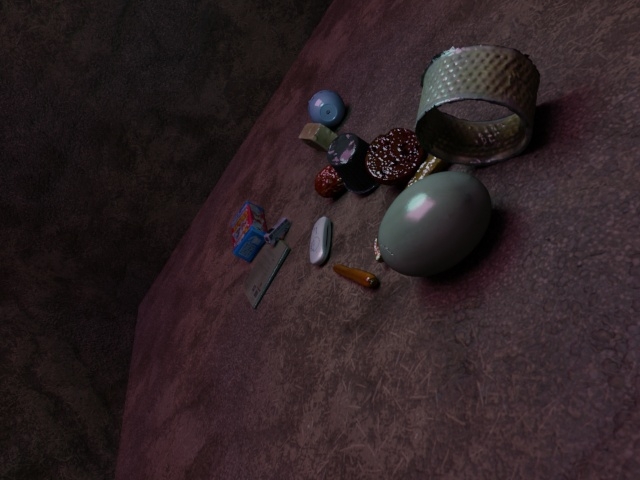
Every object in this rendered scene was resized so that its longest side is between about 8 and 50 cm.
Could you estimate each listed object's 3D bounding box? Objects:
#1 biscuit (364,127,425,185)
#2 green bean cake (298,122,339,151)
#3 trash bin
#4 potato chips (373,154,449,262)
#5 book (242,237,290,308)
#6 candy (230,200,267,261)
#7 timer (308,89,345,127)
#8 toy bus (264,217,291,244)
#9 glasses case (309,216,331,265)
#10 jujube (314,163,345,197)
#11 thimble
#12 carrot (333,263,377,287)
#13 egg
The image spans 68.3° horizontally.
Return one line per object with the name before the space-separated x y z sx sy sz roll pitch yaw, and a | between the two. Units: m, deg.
biscuit | 0.225 -0.252 1.419 0.191 0.049 0.192 -8 67 20
green bean cake | -0.009 -0.444 2.029 0.085 0.109 0.179 -61 26 0
trash bin | 0.107 -0.260 1.530 0.175 0.161 0.176 -17 60 33
potato chips | 0.260 -0.120 1.297 0.407 0.057 0.080 -57 40 6
book | -0.231 0.120 1.955 0.283 0.025 0.215 -59 27 5
candy | -0.340 -0.048 2.231 0.157 0.100 0.306 -52 27 19
timer | 0.019 -0.568 2.077 0.175 0.175 0.255 -61 10 -2
toy bus | -0.178 -0.040 1.950 0.036 0.052 0.131 8 47 48
glasses case | 0.000 0.000 1.640 0.076 0.049 0.197 -35 36 40
jujube | 0.058 -0.228 1.714 0.176 0.109 0.112 -32 74 31
thimble | 0.352 -0.300 1.084 0.270 0.270 0.150 -16 53 55
carrot | 0.096 0.099 1.387 0.043 0.043 0.247 -63 25 -5
egg | 0.252 -0.034 1.062 0.282 0.202 0.203 -41 32 27
